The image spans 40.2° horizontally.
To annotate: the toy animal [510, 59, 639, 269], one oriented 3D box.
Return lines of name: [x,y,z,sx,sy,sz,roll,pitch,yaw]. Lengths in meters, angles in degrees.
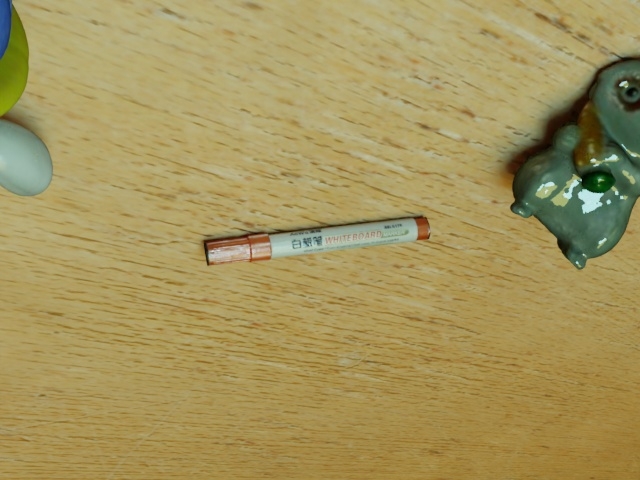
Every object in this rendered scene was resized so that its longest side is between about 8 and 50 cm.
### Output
toy animal: [0.289,-0.103,0.834,0.125,0.127,0.251,28,109,-32]

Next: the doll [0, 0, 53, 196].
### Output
doll: [-0.261,-0.093,0.534,0.242,0.160,0.311,-36,144,20]

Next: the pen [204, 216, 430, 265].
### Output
pen: [0.000,0.000,0.885,0.239,0.028,0.028,-7,142,-18]
